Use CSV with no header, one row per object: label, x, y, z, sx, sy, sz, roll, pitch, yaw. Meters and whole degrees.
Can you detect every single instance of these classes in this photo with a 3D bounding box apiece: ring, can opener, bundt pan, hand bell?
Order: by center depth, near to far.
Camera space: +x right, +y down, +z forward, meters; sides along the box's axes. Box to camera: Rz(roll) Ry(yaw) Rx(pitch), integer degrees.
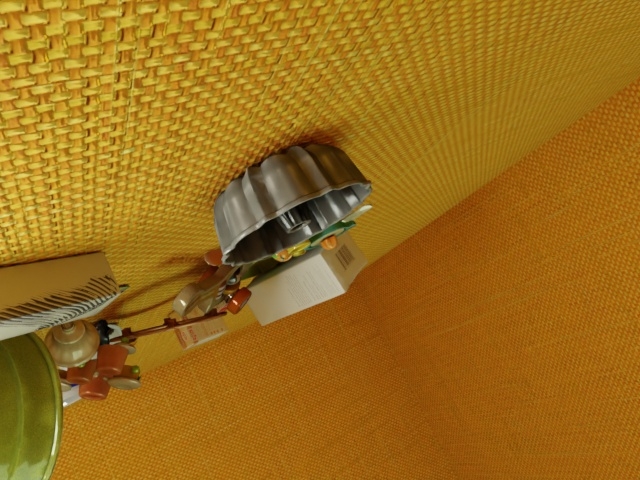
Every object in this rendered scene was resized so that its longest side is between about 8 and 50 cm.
bundt pan,-0.069,-0.078,1.016,0.330,0.124,0.331,-28,170,-5
hand bell,-0.572,0.184,1.159,0.126,0.126,0.242,-22,156,-31
ring,-0.440,0.241,1.497,0.336,0.032,0.336,-12,176,-1
can opener,-0.638,0.294,1.500,0.073,0.059,0.186,13,139,-2

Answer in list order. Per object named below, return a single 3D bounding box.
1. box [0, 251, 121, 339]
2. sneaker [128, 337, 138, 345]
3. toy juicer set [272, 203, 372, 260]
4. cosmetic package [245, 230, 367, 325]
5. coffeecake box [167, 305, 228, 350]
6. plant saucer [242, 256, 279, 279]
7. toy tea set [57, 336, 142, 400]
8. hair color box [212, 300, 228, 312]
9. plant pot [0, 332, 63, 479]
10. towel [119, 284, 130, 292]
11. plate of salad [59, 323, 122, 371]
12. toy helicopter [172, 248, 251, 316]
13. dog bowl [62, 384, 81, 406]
box,-0.495,0.099,0.867,0.113,0.094,0.275,-34,169,34
sneaker,-0.710,0.358,1.773,0.067,0.064,0.175,-55,164,24
toy juicer set,0.000,0.000,1.535,0.329,0.090,0.209,-21,168,-37
cosmetic package,-0.061,0.125,1.734,0.385,0.156,0.217,-28,-169,36
coffeecake box,-0.455,0.309,1.912,0.068,0.142,0.185,-34,168,31
plant saucer,-0.203,0.069,1.643,0.188,0.045,0.188,-35,168,38
toy tea set,-0.593,0.333,1.386,0.336,0.124,0.200,-22,141,29
hair color box,-0.347,0.193,1.754,0.053,0.093,0.167,-22,169,-35
plant pot,-0.708,0.324,0.860,0.366,0.367,0.353,-31,157,21
towel,-0.508,0.130,1.240,0.083,0.009,0.060,-32,169,21
plate of salad,-0.697,0.322,1.556,0.200,0.048,0.200,-35,153,-21
toy helicopter,-0.268,0.105,1.355,0.235,0.140,0.355,-55,173,18
dog bowl,-1.002,0.573,1.913,0.264,0.104,0.265,-27,170,-5
